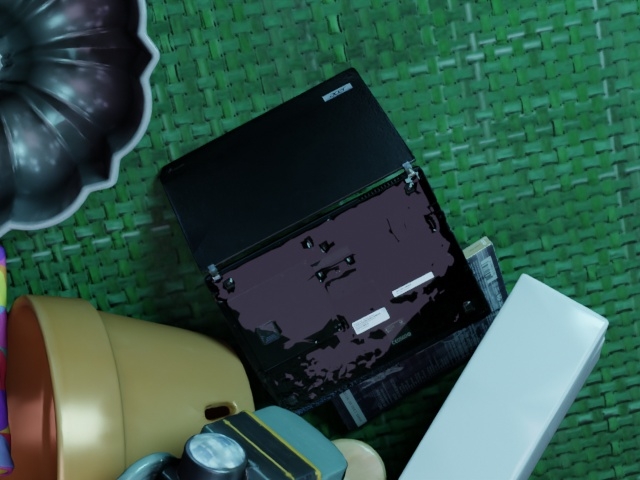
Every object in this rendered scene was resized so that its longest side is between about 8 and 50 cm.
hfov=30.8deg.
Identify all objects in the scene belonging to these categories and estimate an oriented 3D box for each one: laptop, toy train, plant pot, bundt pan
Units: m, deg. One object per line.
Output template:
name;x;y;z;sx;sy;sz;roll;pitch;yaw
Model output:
laptop;0.000;0.000;1.165;0.234;0.136;0.264;-28;103;0
toy train;-0.095;0.296;1.005;0.190;0.142;0.333;-13;127;-47
plant pot;-0.190;0.198;1.135;0.204;0.291;0.290;1;104;-25
bundt pan;-0.317;-0.171;1.087;0.331;0.124;0.330;-2;104;-8

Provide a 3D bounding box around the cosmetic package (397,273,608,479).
cosmetic package;0.147;0.236;1.144;0.097;0.284;0.377;30;85;18

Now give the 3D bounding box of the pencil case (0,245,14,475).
pencil case;-0.345;0.113;1.112;0.105;0.104;0.236;-5;79;-8

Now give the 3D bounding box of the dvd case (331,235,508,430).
dvd case;0.099;0.102;1.225;0.221;0.018;0.164;-32;141;-4

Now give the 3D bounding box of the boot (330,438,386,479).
boot;-0.008;0.269;1.189;0.104;0.211;0.295;35;115;4
